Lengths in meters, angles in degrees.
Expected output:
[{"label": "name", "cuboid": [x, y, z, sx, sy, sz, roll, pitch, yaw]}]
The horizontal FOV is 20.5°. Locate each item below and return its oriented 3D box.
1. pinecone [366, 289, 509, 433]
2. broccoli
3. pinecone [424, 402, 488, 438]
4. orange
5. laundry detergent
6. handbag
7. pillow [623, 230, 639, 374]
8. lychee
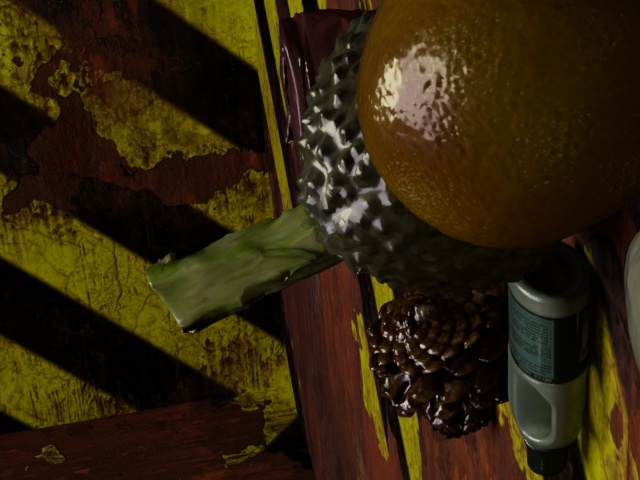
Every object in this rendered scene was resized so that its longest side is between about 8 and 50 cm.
[{"label": "pinecone", "cuboid": [0.132, 0.122, 1.818, 0.173, 0.173, 0.174, 171, 90, -83]}, {"label": "broccoli", "cuboid": [-0.003, -0.016, 1.906, 0.252, 0.361, 0.221, -80, -30, -51]}, {"label": "pinecone", "cuboid": [0.156, 0.180, 1.995, 0.083, 0.077, 0.077, -69, -20, -51]}, {"label": "orange", "cuboid": [0.134, -0.107, 1.180, 0.236, 0.236, 0.236, 171, 90, -83]}, {"label": "laundry detergent", "cuboid": [0.199, 0.114, 1.554, 0.099, 0.070, 0.226, -120, 22, -53]}, {"label": "handbag", "cuboid": [0.011, -0.200, 2.402, 0.146, 0.135, 0.225, -106, 7, -70]}, {"label": "pillow", "cuboid": [0.244, 0.037, 1.194, 0.230, 0.050, 0.148, 100, 166, -69]}, {"label": "lychee", "cuboid": [0.098, -0.078, 1.422, 0.255, 0.274, 0.255, 40, 149, 30]}]
